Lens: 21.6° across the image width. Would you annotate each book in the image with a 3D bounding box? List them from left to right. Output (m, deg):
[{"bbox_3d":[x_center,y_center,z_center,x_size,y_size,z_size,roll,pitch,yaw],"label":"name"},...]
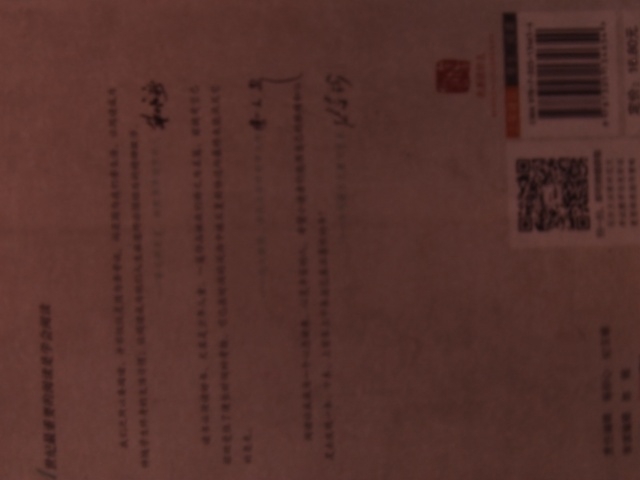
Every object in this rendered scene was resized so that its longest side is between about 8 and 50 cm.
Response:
[{"bbox_3d":[0.000,0.000,0.626,0.283,0.215,0.025,0,180,-3],"label":"book"}]
